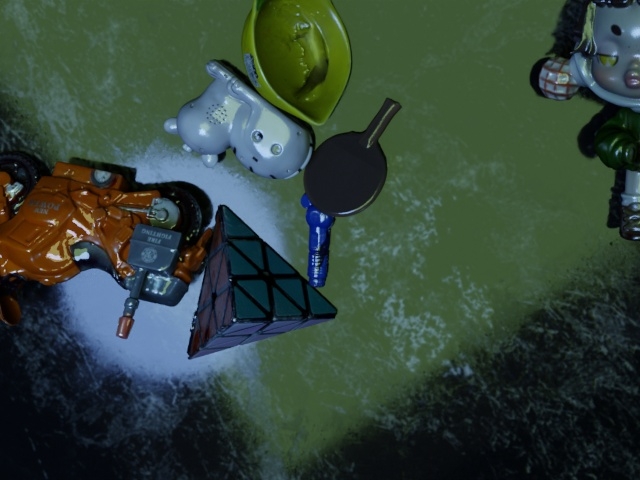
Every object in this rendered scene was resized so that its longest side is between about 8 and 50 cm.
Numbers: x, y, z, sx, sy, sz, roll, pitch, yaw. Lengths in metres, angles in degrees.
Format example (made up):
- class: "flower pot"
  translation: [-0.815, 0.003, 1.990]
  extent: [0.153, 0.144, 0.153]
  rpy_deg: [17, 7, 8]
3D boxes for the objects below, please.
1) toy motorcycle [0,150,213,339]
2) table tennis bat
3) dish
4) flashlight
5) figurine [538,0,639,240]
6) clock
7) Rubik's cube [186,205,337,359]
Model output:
- class: "toy motorcycle"
  translation: [-0.309, 0.013, 1.533]
  extent: [0.326, 0.148, 0.221]
  rpy_deg: [12, 76, 9]
- class: "table tennis bat"
  translation: [0.032, -0.120, 1.495]
  extent: [0.107, 0.119, 0.170]
  rpy_deg: [33, 86, 23]
- class: "dish"
  translation: [-0.044, -0.237, 1.496]
  extent: [0.149, 0.080, 0.207]
  rpy_deg: [-13, 92, -38]
- class: "flashlight"
  translation: [0.000, 0.000, 1.570]
  extent: [0.057, 0.035, 0.121]
  rpy_deg: [8, 103, 26]
- class: "figurine"
  translation: [0.407, -0.181, 1.466]
  extent: [0.281, 0.167, 0.370]
  rpy_deg: [3, 109, 32]
- class: "clock"
  translation: [-0.100, -0.132, 1.531]
  extent: [0.176, 0.080, 0.117]
  rpy_deg: [37, 100, -3]
- class: "Rubik's cube"
  translation: [-0.073, 0.099, 1.585]
  extent: [0.178, 0.211, 0.190]
  rpy_deg: [13, 133, -20]
